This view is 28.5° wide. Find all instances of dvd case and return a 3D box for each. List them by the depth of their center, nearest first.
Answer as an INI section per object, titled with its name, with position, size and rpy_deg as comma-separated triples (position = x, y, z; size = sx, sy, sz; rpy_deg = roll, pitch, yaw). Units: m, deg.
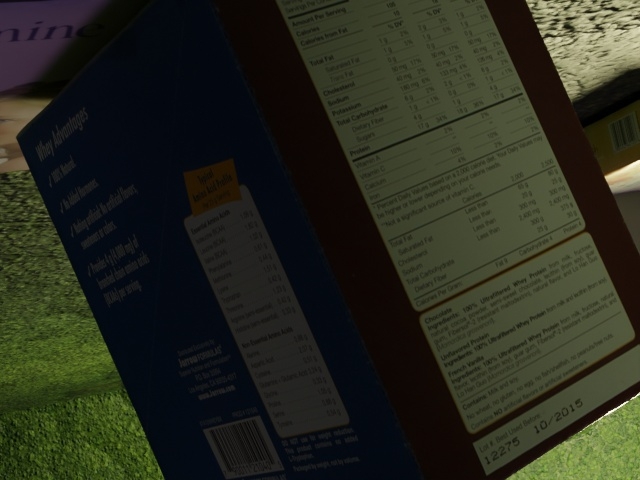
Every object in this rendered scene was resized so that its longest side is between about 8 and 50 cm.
[dvd case]
position = -0.179, -0.065, 0.545
size = 0.180, 0.022, 0.253
rpy_deg = -8, 170, -25

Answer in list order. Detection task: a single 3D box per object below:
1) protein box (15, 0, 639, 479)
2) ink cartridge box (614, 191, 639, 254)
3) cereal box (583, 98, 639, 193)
[protein box]
position = 0.000, 0.000, 0.522
size = 0.136, 0.201, 0.199
rpy_deg = -23, 179, -33
[ink cartridge box]
position = 0.387, 0.016, 1.358
size = 0.279, 0.161, 0.385
rpy_deg = -12, 171, 5
[cereal box]
position = 0.306, -0.079, 1.012
size = 0.240, 0.047, 0.173
rpy_deg = -8, 171, -23
